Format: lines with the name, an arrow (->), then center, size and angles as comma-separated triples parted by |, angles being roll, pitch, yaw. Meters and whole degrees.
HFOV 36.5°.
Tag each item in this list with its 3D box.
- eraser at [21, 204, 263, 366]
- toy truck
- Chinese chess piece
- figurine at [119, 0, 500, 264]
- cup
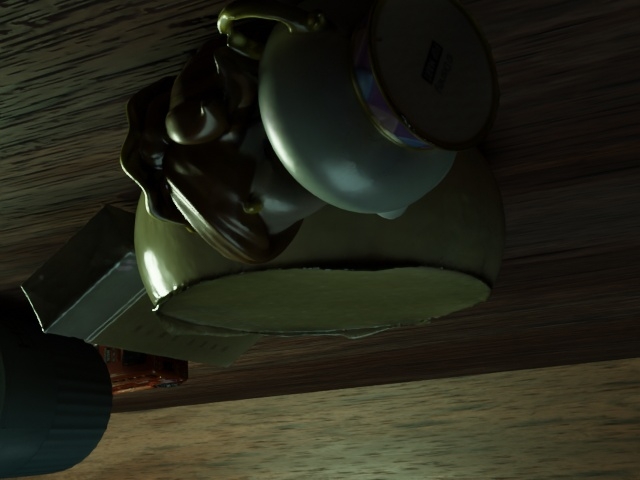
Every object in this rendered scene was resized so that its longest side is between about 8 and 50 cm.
eraser -> -0.166, 0.062, 1.112 | 0.144, 0.078, 0.343 | -41, 153, 15
toy truck -> -0.350, 0.207, 1.679 | 0.253, 0.107, 0.114 | -13, 162, 29
Chinese chess piece -> 0.000, 0.000, 0.897 | 0.338, 0.140, 0.338 | -5, 165, -1
figurine -> -0.019, -0.071, 0.626 | 0.189, 0.142, 0.263 | 42, 144, -25
cup -> -0.531, 0.247, 1.502 | 0.331, 0.256, 0.311 | -10, 166, 18
